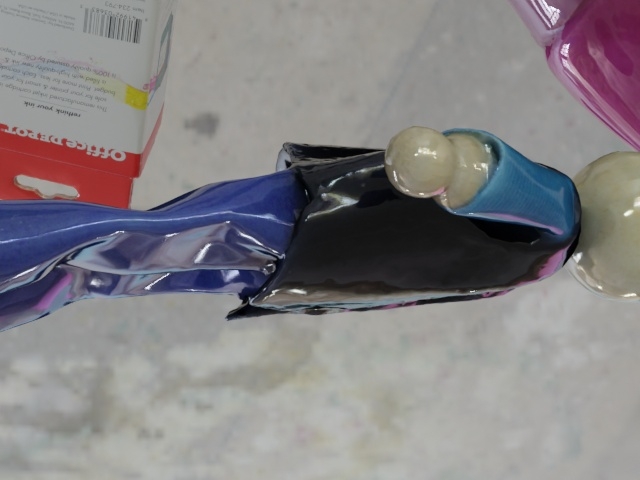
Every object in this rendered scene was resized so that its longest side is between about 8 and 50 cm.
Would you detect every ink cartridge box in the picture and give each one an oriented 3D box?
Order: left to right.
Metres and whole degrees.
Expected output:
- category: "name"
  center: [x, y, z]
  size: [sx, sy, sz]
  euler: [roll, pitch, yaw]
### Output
- category: "ink cartridge box"
  center: [-0.176, -0.130, 1.253]
  size: [0.134, 0.078, 0.231]
  euler: [13, 129, 1]

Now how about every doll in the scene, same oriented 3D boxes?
- category: "doll"
  center: [0.000, 0.000, 0.421]
  size: [0.189, 0.046, 0.129]
  euler: [-5, 170, -10]

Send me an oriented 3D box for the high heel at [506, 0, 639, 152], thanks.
- category: "high heel"
  center: [0.200, -0.188, 0.603]
  size: [0.181, 0.127, 0.377]
  euler: [43, 85, -1]
